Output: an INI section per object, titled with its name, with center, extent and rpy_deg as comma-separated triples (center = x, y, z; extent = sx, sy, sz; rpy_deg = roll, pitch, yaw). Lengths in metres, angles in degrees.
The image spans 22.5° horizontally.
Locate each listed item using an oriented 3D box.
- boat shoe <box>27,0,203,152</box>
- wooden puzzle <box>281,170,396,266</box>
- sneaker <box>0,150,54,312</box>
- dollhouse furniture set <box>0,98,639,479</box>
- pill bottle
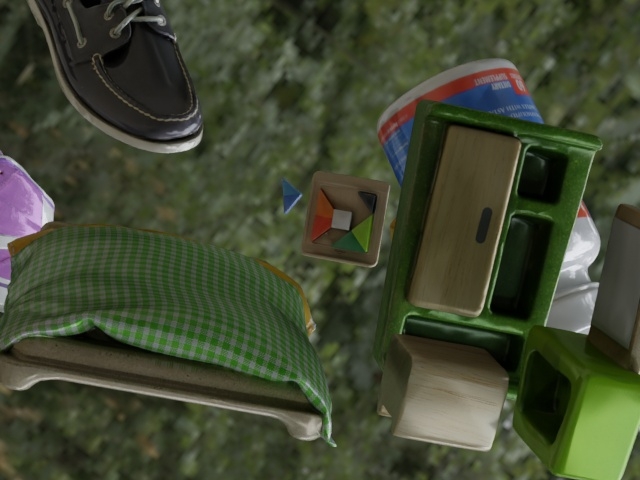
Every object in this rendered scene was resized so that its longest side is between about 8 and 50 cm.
[boat shoe]
center = -0.132, -0.136, 1.007
extent = 0.075, 0.206, 0.065
rpy_deg = -12, 139, -30
[wooden puzzle]
center = 0.021, -0.018, 1.336
extent = 0.014, 0.116, 0.078
rpy_deg = 14, 80, -73
[sneaker]
center = -0.390, -0.034, 1.580
extent = 0.102, 0.282, 0.161
rpy_deg = 5, -101, 49
[dollhouse furniture set]
center = 0.000, 0.000, 0.796
extent = 0.197, 0.302, 0.151
rpy_deg = -129, -130, -76
[pill bottle]
center = 0.141, -0.019, 1.246
extent = 0.124, 0.221, 0.124
rpy_deg = -24, 167, -6
